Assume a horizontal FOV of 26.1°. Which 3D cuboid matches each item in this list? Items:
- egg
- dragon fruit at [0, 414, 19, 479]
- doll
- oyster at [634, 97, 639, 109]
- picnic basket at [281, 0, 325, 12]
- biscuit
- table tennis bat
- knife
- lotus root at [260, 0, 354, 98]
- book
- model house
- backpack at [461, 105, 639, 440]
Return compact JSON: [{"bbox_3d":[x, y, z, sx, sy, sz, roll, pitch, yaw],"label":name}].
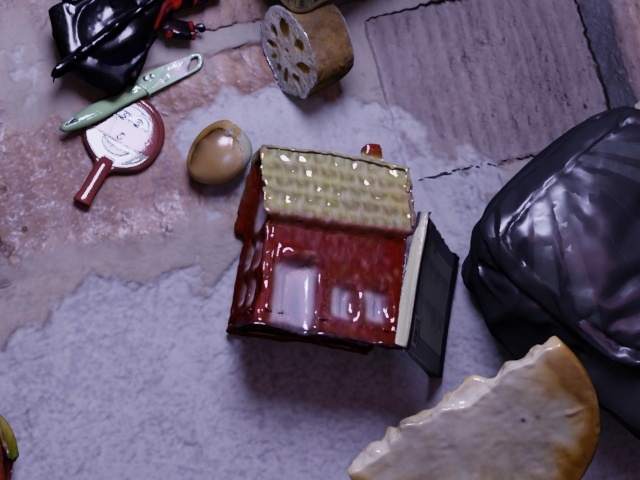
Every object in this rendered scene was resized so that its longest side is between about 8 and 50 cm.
[{"bbox_3d":[-0.123,-0.103,1.666,0.083,0.071,0.071,-40,93,0],"label":"egg"},{"bbox_3d":[-0.462,0.261,1.452,0.291,0.189,0.290,3,80,-15],"label":"dragon fruit"},{"bbox_3d":[-0.230,-0.263,1.660,0.127,0.088,0.248,36,63,14],"label":"doll"},{"bbox_3d":[0.606,-0.154,1.853,0.351,0.115,0.237,-19,78,-22],"label":"oyster"},{"bbox_3d":[-0.038,-0.466,1.645,0.228,0.175,0.313,-35,70,-17],"label":"picnic basket"},{"bbox_3d":[0.204,0.252,1.644,0.309,0.040,0.204,-34,112,16],"label":"biscuit"},{"bbox_3d":[-0.250,-0.108,1.661,0.098,0.019,0.154,31,72,-8],"label":"table tennis bat"},{"bbox_3d":[-0.227,-0.181,1.671,0.207,0.014,0.030,-30,83,-24],"label":"knife"},{"bbox_3d":[-0.013,-0.241,1.694,0.081,0.112,0.122,-22,87,-19],"label":"lotus root"},{"bbox_3d":[0.126,0.068,1.631,0.026,0.231,0.157,7,78,16],"label":"book"},{"bbox_3d":[0.000,0.000,1.637,0.196,0.160,0.253,9,77,-14],"label":"model house"},{"bbox_3d":[0.405,0.071,1.690,0.363,0.255,0.445,-40,84,-15],"label":"backpack"}]
